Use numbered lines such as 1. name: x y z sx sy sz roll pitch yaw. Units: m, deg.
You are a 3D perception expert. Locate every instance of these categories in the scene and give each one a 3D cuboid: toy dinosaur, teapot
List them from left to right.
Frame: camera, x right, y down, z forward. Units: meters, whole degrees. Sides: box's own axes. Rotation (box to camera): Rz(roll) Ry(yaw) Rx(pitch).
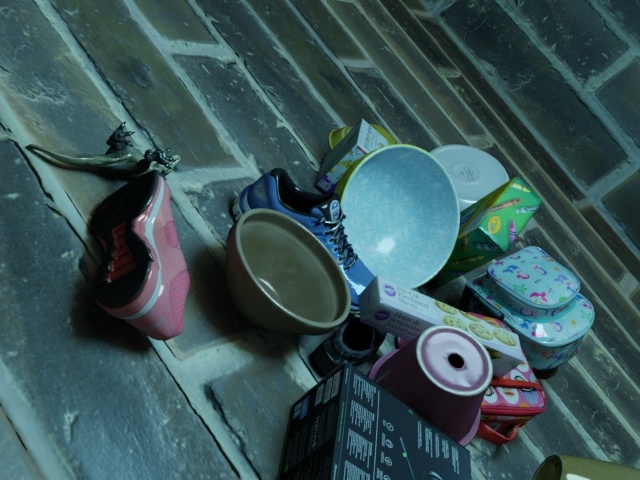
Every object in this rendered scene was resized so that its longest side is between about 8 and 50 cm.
1. toy dinosaur: -0.307 -0.132 1.292 0.268 0.118 0.063 7 71 -48
2. teapot: 0.342 -0.100 2.049 0.253 0.187 0.256 29 48 18

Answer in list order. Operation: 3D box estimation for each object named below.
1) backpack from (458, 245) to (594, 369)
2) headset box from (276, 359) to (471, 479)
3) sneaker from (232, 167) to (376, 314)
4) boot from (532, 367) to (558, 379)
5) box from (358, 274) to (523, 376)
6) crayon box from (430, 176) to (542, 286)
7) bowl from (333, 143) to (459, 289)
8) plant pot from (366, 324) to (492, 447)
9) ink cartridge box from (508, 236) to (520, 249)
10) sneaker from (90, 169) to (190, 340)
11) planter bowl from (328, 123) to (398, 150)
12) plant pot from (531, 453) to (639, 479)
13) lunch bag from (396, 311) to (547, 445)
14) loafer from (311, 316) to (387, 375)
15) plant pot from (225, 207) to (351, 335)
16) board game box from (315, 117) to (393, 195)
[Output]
1. backpack: 0.461 0.149 1.791 0.225 0.191 0.253 -21 54 -31
2. headset box: 0.090 0.358 1.173 0.283 0.131 0.246 37 30 -17
3. sneaker: 0.000 0.000 1.480 0.330 0.147 0.129 42 30 -4
4. boot: 0.544 0.235 1.985 0.220 0.109 0.283 28 26 -37
5. box: 0.217 0.157 1.460 0.324 0.063 0.067 24 38 -22
6. crayon box: 0.334 -0.013 1.770 0.081 0.278 0.165 44 63 -3
7. bowl: 0.124 -0.049 1.672 0.290 0.289 0.156 30 -10 -27
8. plant pot: 0.182 0.237 1.331 0.202 0.180 0.201 10 48 -12
9. ink cartridge box: 0.440 -0.051 2.218 0.128 0.072 0.175 5 49 -50
10. sneaker: -0.253 0.024 1.199 0.136 0.116 0.313 54 16 -38
11. planter bowl: 0.130 -0.217 1.998 0.217 0.090 0.217 34 31 -24
12. plant pot: 0.517 0.502 1.500 0.255 0.237 0.237 27 31 -4
13. lunch bag: 0.300 0.270 1.590 0.293 0.120 0.258 12 47 -42
14. loafer: 0.068 0.172 1.432 0.076 0.078 0.223 52 29 10
15. plant pot: -0.072 0.071 1.343 0.237 0.110 0.237 32 32 -23
16. board game box: 0.144 -0.111 1.827 0.275 0.142 0.144 39 29 -14
